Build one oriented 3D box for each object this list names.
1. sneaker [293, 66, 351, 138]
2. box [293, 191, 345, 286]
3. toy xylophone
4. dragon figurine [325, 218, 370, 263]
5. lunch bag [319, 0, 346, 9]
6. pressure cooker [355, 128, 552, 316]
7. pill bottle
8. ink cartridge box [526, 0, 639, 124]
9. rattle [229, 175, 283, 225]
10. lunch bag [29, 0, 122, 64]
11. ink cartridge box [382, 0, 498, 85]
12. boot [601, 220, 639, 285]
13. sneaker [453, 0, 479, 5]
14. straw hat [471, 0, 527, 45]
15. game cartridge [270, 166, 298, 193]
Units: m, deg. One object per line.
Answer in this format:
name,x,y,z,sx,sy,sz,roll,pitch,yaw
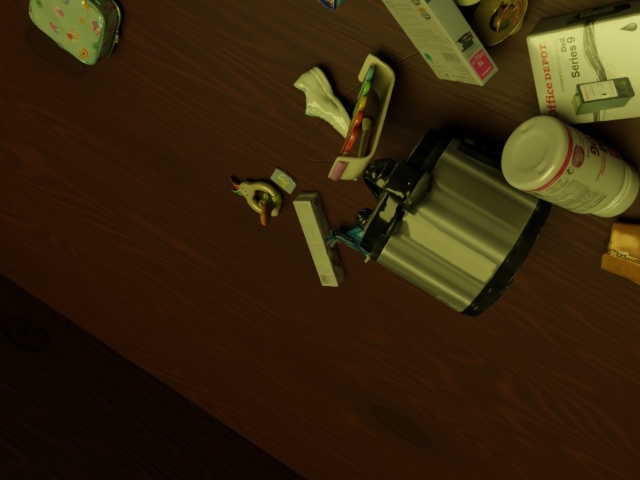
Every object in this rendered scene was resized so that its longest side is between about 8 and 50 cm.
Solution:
sneaker,0.008,-0.349,1.660,0.212,0.094,0.080,57,176,-7
box,0.000,0.000,1.973,0.067,0.063,0.323,0,123,32
toy xylophone,0.099,-0.279,1.538,0.081,0.322,0.236,18,152,-5
dragon figurine,0.133,-0.027,1.847,0.144,0.085,0.289,46,137,-6
lunch bag,0.060,-0.668,1.295,0.138,0.221,0.293,31,135,10
pressure cooker,0.289,-0.062,1.511,0.421,0.375,0.369,32,138,8
pill bottle,0.543,-0.150,1.343,0.283,0.160,0.160,16,146,-31
ink cartridge box,0.588,-0.357,1.259,0.289,0.121,0.211,-2,122,35
rattle,-0.232,-0.122,1.984,0.200,0.142,0.130,25,153,7
lunch bag,-0.736,-0.690,1.890,0.279,0.108,0.224,38,131,0
ink cartridge box,0.234,-0.467,1.328,0.311,0.065,0.186,42,180,-28
boot,0.790,0.089,1.503,0.211,0.104,0.294,10,124,34
sneaker,0.223,-0.638,1.245,0.350,0.148,0.131,44,141,-23
straw hat,0.399,-0.471,1.335,0.061,0.144,0.144,13,149,-35
game cartridge,-0.112,-0.188,1.935,0.083,0.017,0.056,39,132,2
